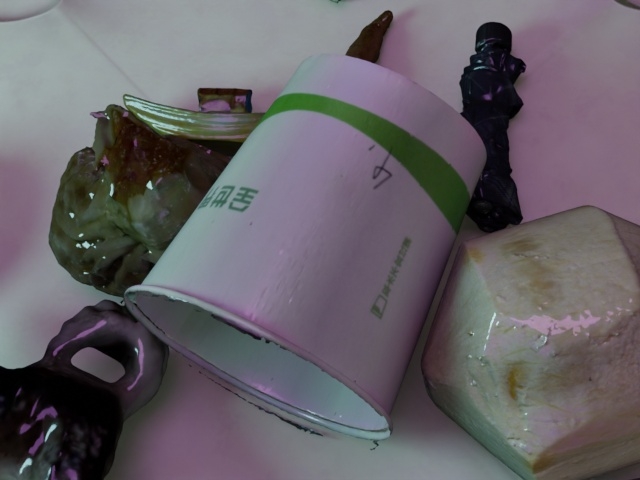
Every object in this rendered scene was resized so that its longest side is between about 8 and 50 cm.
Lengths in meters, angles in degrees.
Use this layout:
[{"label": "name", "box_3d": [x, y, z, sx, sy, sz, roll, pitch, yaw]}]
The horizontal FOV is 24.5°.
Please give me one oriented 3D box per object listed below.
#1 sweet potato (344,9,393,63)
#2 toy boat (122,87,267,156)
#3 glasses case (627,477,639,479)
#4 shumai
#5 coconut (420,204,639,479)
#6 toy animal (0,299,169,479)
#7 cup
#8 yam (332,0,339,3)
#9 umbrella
[{"label": "sweet potato", "box_3d": [0.035, -0.145, 1.465, 0.050, 0.050, 0.214, 3, 60, 11]}, {"label": "toy boat", "box_3d": [-0.111, -0.121, 1.465, 0.172, 0.065, 0.066, 3, 76, 6]}, {"label": "glasses case", "box_3d": [0.176, 0.280, 1.187, 0.308, 0.083, 0.128, -14, 81, -13]}, {"label": "shumai", "box_3d": [-0.165, -0.036, 1.356, 0.206, 0.175, 0.166, 1, 77, 10]}, {"label": "coconut", "box_3d": [0.194, 0.093, 1.216, 0.241, 0.241, 0.241, -4, 62, 8]}, {"label": "toy animal", "box_3d": [-0.318, 0.126, 1.267, 0.344, 0.194, 0.302, 33, 65, -9]}, {"label": "cup", "box_3d": [0.000, 0.000, 1.263, 0.253, 0.253, 0.274, 21, 73, 19]}, {"label": "yam", "box_3d": [0.059, -0.362, 1.566, 0.061, 0.061, 0.253, 25, 70, 21]}, {"label": "umbrella", "box_3d": [0.154, -0.114, 1.419, 0.071, 0.080, 0.224, -20, 50, 40]}]
